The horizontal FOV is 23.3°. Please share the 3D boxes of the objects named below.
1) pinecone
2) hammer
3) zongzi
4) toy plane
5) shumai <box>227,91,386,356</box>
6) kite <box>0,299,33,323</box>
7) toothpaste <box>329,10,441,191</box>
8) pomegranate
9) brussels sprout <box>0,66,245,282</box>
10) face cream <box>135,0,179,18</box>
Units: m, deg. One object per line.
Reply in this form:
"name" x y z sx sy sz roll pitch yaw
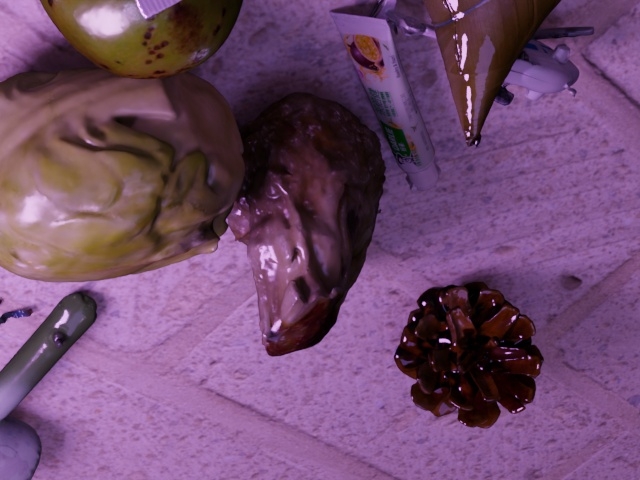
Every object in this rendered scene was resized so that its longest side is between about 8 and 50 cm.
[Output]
"pinecone" 0.215 0.170 2.240 0.202 0.201 0.229 -32 114 -11
"hammer" -0.406 0.199 2.066 0.335 0.119 0.206 -47 135 15
"zongzi" 0.238 -0.256 1.802 0.228 0.115 0.256 -17 96 -11
"toy plane" 0.203 -0.240 1.880 0.273 0.107 0.182 29 117 -39
"shumai" 0.002 0.002 1.906 0.217 0.283 0.346 -13 135 -9
"kite" -0.534 0.124 1.991 0.310 0.015 0.169 -29 137 7
"toothpaste" 0.092 -0.172 1.935 0.058 0.056 0.314 -24 139 4
"pomegranate" -0.147 -0.290 1.593 0.286 0.231 0.231 -30 138 5
"brussels sprout" -0.257 -0.072 1.740 0.328 0.247 0.328 -18 175 -2
"face cream" -0.158 -0.433 1.395 0.235 0.137 0.420 -25 108 10
